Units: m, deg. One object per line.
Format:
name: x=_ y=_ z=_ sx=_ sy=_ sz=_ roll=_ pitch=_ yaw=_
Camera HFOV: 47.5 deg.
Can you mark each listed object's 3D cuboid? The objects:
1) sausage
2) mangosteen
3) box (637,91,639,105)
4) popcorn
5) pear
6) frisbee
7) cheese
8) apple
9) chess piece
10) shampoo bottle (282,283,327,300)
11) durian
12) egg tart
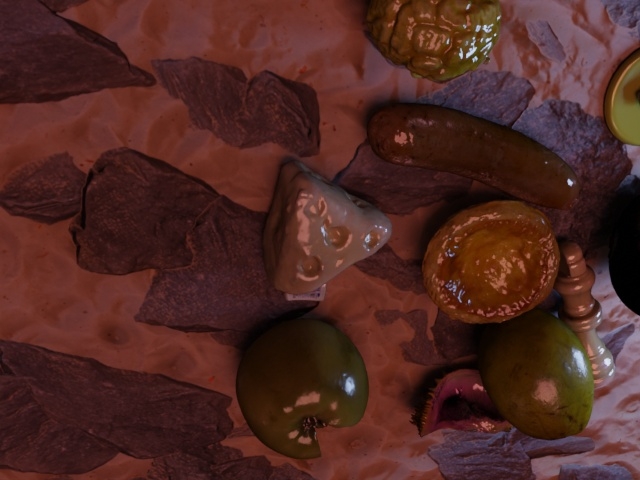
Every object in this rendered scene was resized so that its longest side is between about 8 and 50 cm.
sausage: x=0.323 y=-0.174 z=1.456 sx=0.500 sy=0.123 sz=0.136 roll=13 pitch=83 yaw=-22
mangosteen: x=0.789 y=0.033 z=1.579 sx=0.329 sy=0.330 sz=0.330 roll=-6 pitch=119 yaw=-11
box: x=0.720 y=-0.314 z=1.519 sx=0.115 sy=0.025 sz=0.048 roll=-29 pitch=116 yaw=3
popcorn: x=0.213 y=-0.404 z=1.272 sx=0.236 sy=0.206 sz=0.252 roll=35 pitch=94 yaw=-12
pear: x=0.492 y=0.306 z=1.665 sx=0.252 sy=0.253 sz=0.308 roll=-16 pitch=90 yaw=-5
frisbee: x=0.713 y=-0.309 z=1.545 sx=0.235 sy=0.017 sz=0.236 roll=-6 pitch=119 yaw=-11
cheese: x=0.000 y=0.001 z=1.451 sx=0.251 sy=0.174 sz=0.248 roll=18 pitch=111 yaw=-28
apple: x=-0.036 y=0.320 z=1.562 sx=0.291 sy=0.254 sz=0.292 roll=-4 pitch=114 yaw=-9
chess piece: x=0.615 y=0.172 z=1.730 sx=0.117 sy=0.117 sz=0.397 roll=-23 pitch=119 yaw=-1
shampoo bottle: x=-0.038 y=0.097 z=1.562 sx=0.099 sy=0.043 sz=0.072 roll=1 pitch=117 yaw=-13
durian: x=0.349 y=0.391 z=1.772 sx=0.260 sy=0.153 sz=0.187 roll=19 pitch=90 yaw=-19
egg tart: x=0.362 y=0.038 z=1.579 sx=0.318 sy=0.128 sz=0.319 roll=-4 pitch=117 yaw=-8
